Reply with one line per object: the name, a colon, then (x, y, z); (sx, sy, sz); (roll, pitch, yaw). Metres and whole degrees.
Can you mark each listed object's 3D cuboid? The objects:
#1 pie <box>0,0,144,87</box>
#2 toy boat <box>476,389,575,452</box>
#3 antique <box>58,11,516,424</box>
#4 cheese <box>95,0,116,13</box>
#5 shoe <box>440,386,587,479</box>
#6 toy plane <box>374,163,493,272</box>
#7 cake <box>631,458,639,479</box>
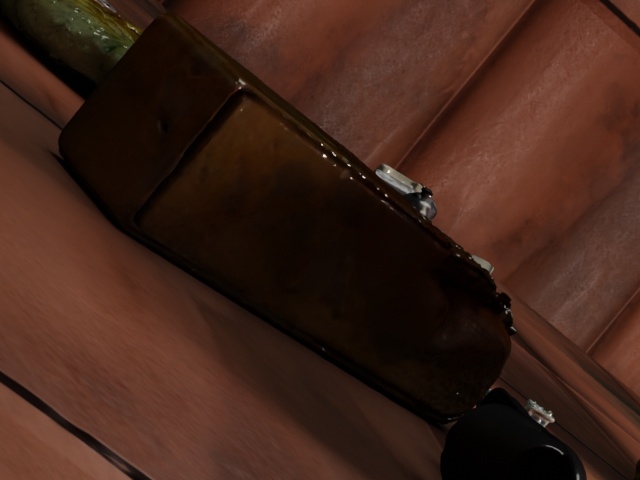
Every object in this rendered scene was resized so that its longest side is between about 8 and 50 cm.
pie: (-0.131, -0.119, 1.281); (0.240, 0.054, 0.240); (39, 3, -3)
toy boat: (0.143, 0.126, 1.253); (0.083, 0.038, 0.038); (39, 5, 0)
antique: (0.000, 0.000, 0.983); (0.310, 0.093, 0.087); (36, 7, -45)
cheese: (-0.244, -0.243, 1.566); (0.092, 0.047, 0.171); (45, 7, 24)
shoe: (0.080, 0.106, 0.868); (0.053, 0.062, 0.159); (26, 8, -11)
toy plane: (0.020, -0.003, 1.205); (0.262, 0.088, 0.192); (33, 35, -29)
cake: (0.251, 0.150, 1.019); (0.156, 0.179, 0.260); (42, 6, 11)
